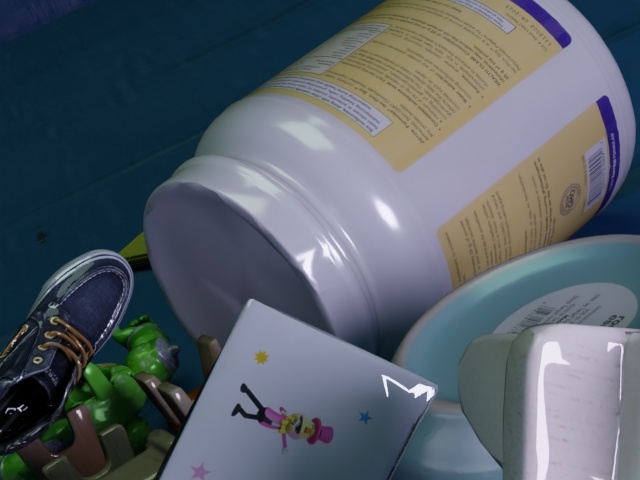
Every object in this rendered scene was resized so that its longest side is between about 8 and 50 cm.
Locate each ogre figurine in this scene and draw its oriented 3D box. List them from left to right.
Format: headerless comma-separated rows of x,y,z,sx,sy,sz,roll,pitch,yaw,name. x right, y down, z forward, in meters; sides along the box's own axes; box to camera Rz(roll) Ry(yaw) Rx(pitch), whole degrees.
-0.184,0.132,1.362,0.197,0.097,0.118,-23,7,-28,ogre figurine

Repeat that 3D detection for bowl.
0.149,0.110,0.971,0.311,0.163,0.311,-22,21,9,bowl

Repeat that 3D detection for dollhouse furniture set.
-0.131,0.195,1.167,0.262,0.135,0.259,-30,11,-16,dollhouse furniture set

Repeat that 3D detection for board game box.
-0.053,0.163,0.863,0.224,0.097,0.303,-64,3,-12,board game box

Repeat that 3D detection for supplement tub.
0.054,-0.042,1.316,0.331,0.241,0.241,-37,25,-31,supplement tub

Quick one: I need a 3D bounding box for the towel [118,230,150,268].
-0.090,-0.012,1.706,0.237,0.021,0.102,-10,20,33,towel

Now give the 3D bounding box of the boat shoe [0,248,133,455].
-0.191,0.084,1.255,0.183,0.065,0.083,-50,23,-16,boat shoe

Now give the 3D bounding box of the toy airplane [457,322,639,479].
0.126,0.214,0.606,0.384,0.272,0.386,-50,26,26,toy airplane
